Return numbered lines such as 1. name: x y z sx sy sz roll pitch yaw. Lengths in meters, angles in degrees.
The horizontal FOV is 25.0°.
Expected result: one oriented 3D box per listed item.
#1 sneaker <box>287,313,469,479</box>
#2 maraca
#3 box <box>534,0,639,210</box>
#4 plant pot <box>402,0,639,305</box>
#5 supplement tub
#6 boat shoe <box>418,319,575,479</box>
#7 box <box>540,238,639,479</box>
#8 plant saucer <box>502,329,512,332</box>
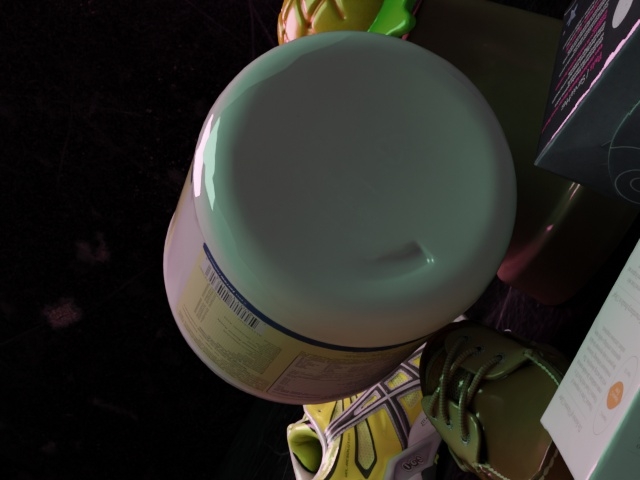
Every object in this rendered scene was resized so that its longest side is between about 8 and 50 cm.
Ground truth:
1. sneaker: 0.054 0.178 1.462 0.384 0.147 0.145 -67 3 -49
2. maraca: 0.030 -0.191 1.234 0.186 0.099 0.127 -1 65 56
3. box: 0.248 -0.125 0.796 0.247 0.163 0.142 121 170 -54
4. plant pot: 0.164 -0.106 1.274 0.263 0.229 0.263 -64 3 6
5. supplement tub: 0.000 0.000 1.142 0.325 0.235 0.235 124 171 -70
6. boat shoe: 0.129 0.124 1.046 0.122 0.120 0.324 -64 4 0
7. box: 0.202 0.059 0.748 0.170 0.091 0.130 -63 5 9
8. plant saucer: 0.155 0.139 1.311 0.119 0.021 0.119 -155 90 -86
